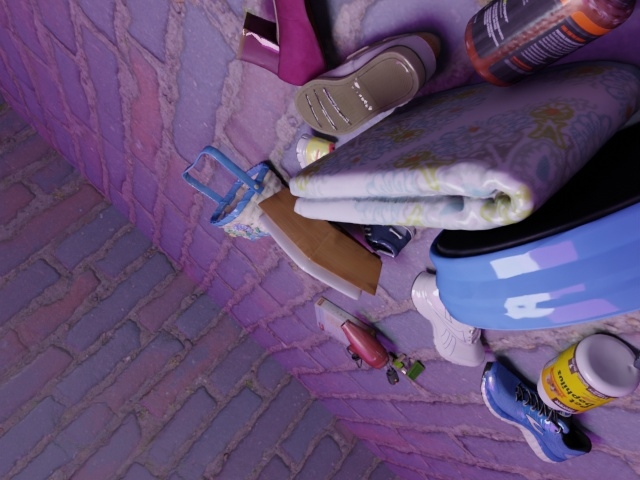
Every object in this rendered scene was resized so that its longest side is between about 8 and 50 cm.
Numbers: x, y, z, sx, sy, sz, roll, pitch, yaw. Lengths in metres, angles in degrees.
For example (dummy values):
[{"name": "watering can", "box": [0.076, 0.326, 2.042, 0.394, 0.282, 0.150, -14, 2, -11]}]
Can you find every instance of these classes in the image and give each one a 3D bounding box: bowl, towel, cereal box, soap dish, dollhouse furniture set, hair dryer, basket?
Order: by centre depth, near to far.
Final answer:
[{"name": "bowl", "box": [0.297, -0.040, 0.507, 0.077, 0.391, 0.391, 60, 152, -4]}, {"name": "towel", "box": [0.173, -0.121, 0.624, 0.374, 0.320, 0.090, 6, 127, 51]}, {"name": "soap dish", "box": [0.000, 0.000, 1.118, 0.229, 0.118, 0.291, 33, -173, -39]}, {"name": "basket", "box": [-0.233, -0.131, 1.298, 0.289, 0.201, 0.255, 40, 156, -17]}, {"name": "hair dryer", "box": [0.135, 0.375, 1.576, 0.224, 0.080, 0.293, 14, 139, 40]}, {"name": "dollhouse furniture set", "box": [0.285, 0.415, 1.593, 0.076, 0.058, 0.152, 43, 174, -17]}, {"name": "cereal box", "box": [0.088, 0.317, 1.692, 0.240, 0.047, 0.173, 31, 150, 24]}]

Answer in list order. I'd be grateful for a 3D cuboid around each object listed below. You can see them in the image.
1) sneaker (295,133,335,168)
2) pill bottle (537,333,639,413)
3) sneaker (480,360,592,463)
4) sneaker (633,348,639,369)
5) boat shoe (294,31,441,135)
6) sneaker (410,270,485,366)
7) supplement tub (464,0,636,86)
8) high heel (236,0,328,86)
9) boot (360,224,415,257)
[{"name": "sneaker", "box": [0.016, -0.147, 1.075, 0.094, 0.081, 0.208, 11, 145, 30]}, {"name": "pill bottle", "box": [0.527, 0.278, 0.949, 0.117, 0.117, 0.215, 35, 153, 17]}, {"name": "sneaker", "box": [0.537, 0.412, 1.162, 0.330, 0.130, 0.147, 42, 140, -5]}, {"name": "sneaker", "box": [0.573, 0.131, 0.676, 0.131, 0.112, 0.319, 32, 153, 28]}, {"name": "boat shoe", "box": [0.074, -0.260, 0.793, 0.302, 0.103, 0.113, 2, 132, 52]}, {"name": "sneaker", "box": [0.330, 0.200, 1.126, 0.129, 0.111, 0.297, -6, 127, 50]}, {"name": "supplement tub", "box": [0.267, -0.261, 0.526, 0.106, 0.106, 0.198, 49, 154, -12]}, {"name": "high heel", "box": [-0.008, -0.410, 0.741, 0.181, 0.127, 0.377, 14, 151, -15]}, {"name": "boot", "box": [0.118, -0.033, 1.089, 0.190, 0.086, 0.069, 27, 149, 29]}]
